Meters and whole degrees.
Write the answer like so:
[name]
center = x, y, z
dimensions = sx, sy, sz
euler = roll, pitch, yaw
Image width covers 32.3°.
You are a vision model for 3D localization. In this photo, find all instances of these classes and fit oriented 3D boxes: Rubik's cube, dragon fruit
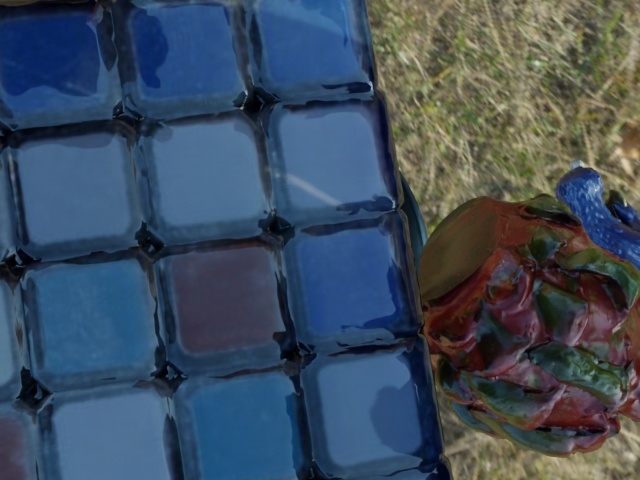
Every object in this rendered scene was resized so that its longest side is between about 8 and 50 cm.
[Rubik's cube]
center = -0.118, 0.046, 0.580
dimensions = 0.293, 0.292, 0.287
euler = -8, 85, -13
[dragon fruit]
center = 0.155, 0.057, 0.737
dimensions = 0.172, 0.160, 0.167
euler = 40, 67, -21

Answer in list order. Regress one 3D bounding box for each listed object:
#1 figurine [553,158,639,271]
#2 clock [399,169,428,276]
[figurine]
center = 0.340, 0.031, 1.347
dimensions = 0.164, 0.120, 0.262
euler = -30, 80, 23
[clock]
center = 0.000, 0.000, 1.346
dimensions = 0.325, 0.325, 0.067
euler = 43, 142, -19
